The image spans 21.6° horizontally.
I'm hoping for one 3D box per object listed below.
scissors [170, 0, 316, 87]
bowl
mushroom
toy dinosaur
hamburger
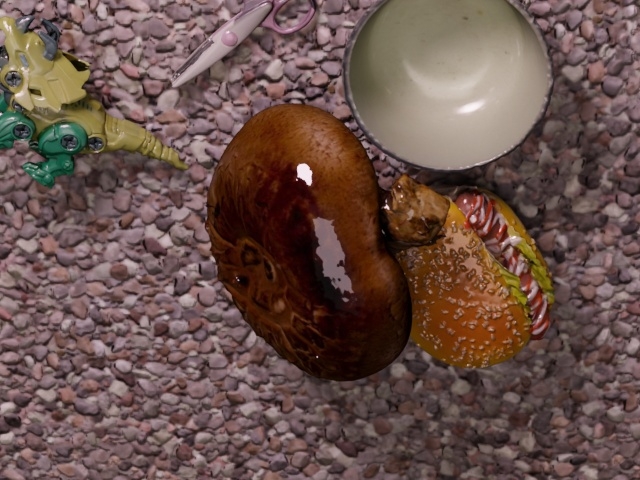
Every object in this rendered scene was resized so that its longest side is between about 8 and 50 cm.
[{"bbox_3d":[-0.089,-0.216,1.737,0.176,0.022,0.085,-38,111,17],"label":"scissors"},{"bbox_3d":[0.127,-0.184,1.694,0.212,0.112,0.211,1,117,2],"label":"bowl"},{"bbox_3d":[-0.005,0.005,1.722,0.278,0.163,0.297,-12,105,44],"label":"mushroom"},{"bbox_3d":[-0.263,-0.123,1.763,0.259,0.094,0.153,36,118,-25],"label":"toy dinosaur"},{"bbox_3d":[0.154,0.036,1.808,0.173,0.116,0.210,-25,110,16],"label":"hamburger"}]
